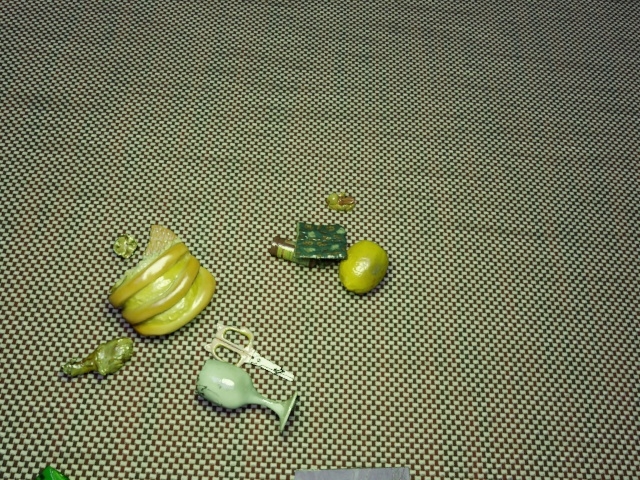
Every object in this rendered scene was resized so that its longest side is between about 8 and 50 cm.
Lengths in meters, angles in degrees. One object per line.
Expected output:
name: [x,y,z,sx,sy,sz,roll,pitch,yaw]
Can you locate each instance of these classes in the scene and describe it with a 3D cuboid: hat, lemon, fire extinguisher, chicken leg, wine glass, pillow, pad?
hat: [-0.692,0.020,1.772,0.076,0.059,0.077,39,75,-25]
lemon: [0.149,0.094,1.758,0.170,0.170,0.207,34,73,10]
fire extinguisher: [-0.050,0.038,1.811,0.251,0.075,0.106,17,75,3]
chicken leg: [-0.702,0.385,1.588,0.227,0.088,0.103,-23,83,-18]
wine glass: [-0.230,0.477,1.562,0.321,0.143,0.143,22,65,6]
pillow: [0.002,0.001,1.787,0.188,0.034,0.256,3,27,-1]
pad: [0.101,0.821,1.508,0.367,0.007,0.248,1,65,-5]

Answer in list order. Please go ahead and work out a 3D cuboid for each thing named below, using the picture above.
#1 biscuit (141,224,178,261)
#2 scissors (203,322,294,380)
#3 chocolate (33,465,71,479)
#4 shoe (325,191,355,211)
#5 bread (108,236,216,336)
biscuit: [-0.560,0.056,1.779,0.144,0.033,0.224,5,69,-7]
scissors: [-0.228,0.387,1.665,0.317,0.024,0.160,25,65,6]
chocolate: [-0.726,0.858,1.327,0.341,0.161,0.360,37,68,11]
shoe: [0.080,-0.151,1.917,0.109,0.069,0.072,27,60,1]
bread: [-0.512,0.162,1.628,0.315,0.211,0.270,-37,89,-15]
